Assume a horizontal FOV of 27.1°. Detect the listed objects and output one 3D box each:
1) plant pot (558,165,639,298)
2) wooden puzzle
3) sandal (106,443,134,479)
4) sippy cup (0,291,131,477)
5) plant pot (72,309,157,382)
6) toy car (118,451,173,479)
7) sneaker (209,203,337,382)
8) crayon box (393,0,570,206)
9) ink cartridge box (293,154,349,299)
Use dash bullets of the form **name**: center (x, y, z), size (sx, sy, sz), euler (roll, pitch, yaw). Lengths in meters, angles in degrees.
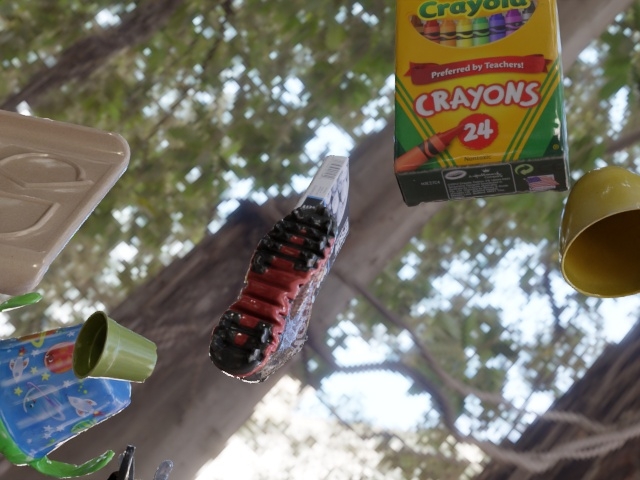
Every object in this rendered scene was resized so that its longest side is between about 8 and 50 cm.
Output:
- **plant pot**: center (0.300, -0.020, 1.356), size (0.134, 0.134, 0.095), euler (81, 0, -48)
- **wooden puzzle**: center (-0.432, -0.049, 1.606), size (0.322, 0.348, 0.080), euler (11, -58, 6)
- **sandal**: center (-0.302, 0.363, 1.906), size (0.040, 0.067, 0.179), euler (13, -60, -5)
- **sippy cup**: center (-0.466, 0.255, 2.358), size (0.305, 0.224, 0.240), euler (63, 9, -48)
- **plant pot**: center (-0.238, 0.134, 1.569), size (0.079, 0.083, 0.083), euler (22, -15, -31)
- **toy car**: center (-0.331, 0.464, 2.319), size (0.155, 0.188, 0.149), euler (14, 2, -30)
- **sneaker**: center (-0.055, 0.081, 1.842), size (0.097, 0.276, 0.135), euler (20, -21, 22)
- **crayon box**: center (0.194, -0.205, 1.631), size (0.202, 0.318, 0.081), euler (-6, -31, 12)
- **ink cartridge box**: center (0.000, 0.000, 2.167), size (0.045, 0.206, 0.208), euler (10, -52, 15)
